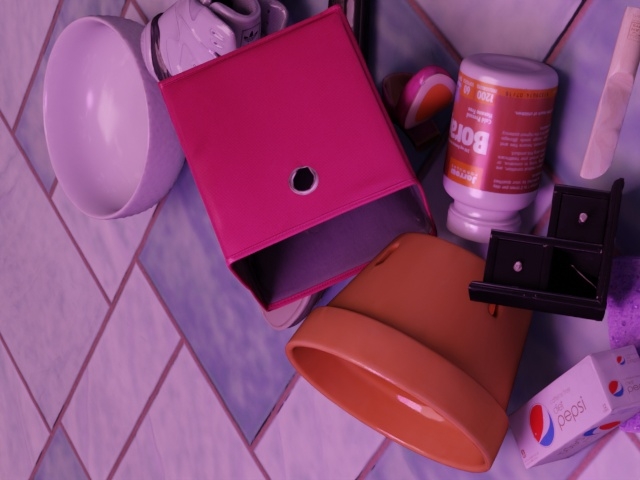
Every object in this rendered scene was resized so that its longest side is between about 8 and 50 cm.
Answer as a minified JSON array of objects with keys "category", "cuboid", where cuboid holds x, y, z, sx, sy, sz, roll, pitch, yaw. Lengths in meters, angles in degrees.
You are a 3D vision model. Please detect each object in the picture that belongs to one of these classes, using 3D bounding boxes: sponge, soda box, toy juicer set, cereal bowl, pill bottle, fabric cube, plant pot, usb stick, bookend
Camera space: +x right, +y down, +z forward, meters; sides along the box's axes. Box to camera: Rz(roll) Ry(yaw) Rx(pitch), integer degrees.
[{"category":"sponge","cuboid":[0.388,0.122,1.727,0.117,0.031,0.210,-3,96,52]},{"category":"soda box","cuboid":[0.308,0.201,1.778,0.216,0.069,0.074,-51,53,56]},{"category":"toy juicer set","cuboid":[0.407,-0.182,1.492,0.329,0.089,0.209,-6,86,22]},{"category":"cereal bowl","cuboid":[-0.318,-0.205,2.455,0.339,0.141,0.339,13,108,49]},{"category":"pill bottle","cuboid":[0.215,-0.111,1.823,0.121,0.121,0.216,28,118,45]},{"category":"fabric cube","cuboid":[-0.023,-0.098,1.894,0.259,0.254,0.258,60,-172,-72]},{"category":"plant pot","cuboid":[0.131,0.128,1.851,0.291,0.291,0.203,12,64,50]},{"category":"usb stick","cuboid":[0.040,-0.319,2.065,0.077,0.045,0.278,22,114,55]},{"category":"bookend","cuboid":[0.262,0.001,1.721,0.156,0.072,0.157,9,77,10]}]

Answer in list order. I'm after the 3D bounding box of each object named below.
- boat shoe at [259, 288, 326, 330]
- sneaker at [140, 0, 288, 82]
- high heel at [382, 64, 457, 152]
[{"category":"boat shoe","cuboid":[0.000,0.000,2.156,0.112,0.095,0.335,50,137,32]},{"category":"sneaker","cuboid":[-0.112,-0.220,2.155,0.366,0.137,0.210,56,141,9]},{"category":"high heel","cuboid":[0.115,-0.200,1.897,0.117,0.082,0.244,60,179,13]}]
